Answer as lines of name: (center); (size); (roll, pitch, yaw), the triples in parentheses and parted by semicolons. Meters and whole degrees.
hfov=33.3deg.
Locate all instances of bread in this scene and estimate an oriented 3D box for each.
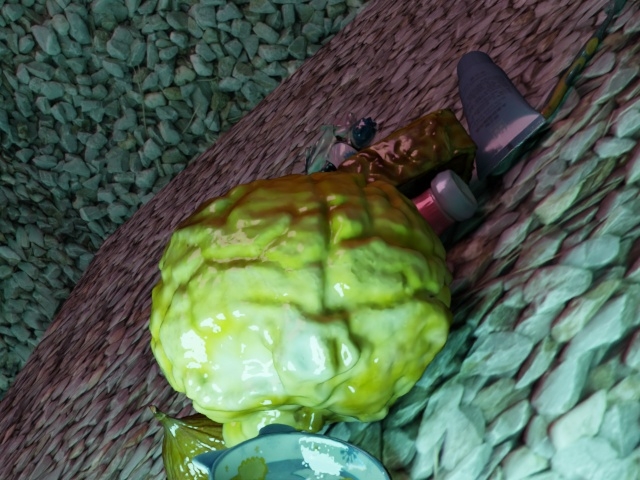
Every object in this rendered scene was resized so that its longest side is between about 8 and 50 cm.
bread: (0.127, -0.100, 1.642); (0.222, 0.096, 0.181); (-29, -23, -5)

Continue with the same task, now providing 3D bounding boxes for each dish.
dish: (-0.035, 0.299, 1.174); (0.236, 0.227, 0.086); (-72, -13, -69)

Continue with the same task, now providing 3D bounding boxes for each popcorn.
popcorn: (-0.025, 0.068, 1.363); (0.390, 0.354, 0.344); (-58, 9, -23)

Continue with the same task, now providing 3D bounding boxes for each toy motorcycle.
toy motorcycle: (0.059, -0.207, 2.275); (0.204, 0.108, 0.239); (-40, 39, 38)

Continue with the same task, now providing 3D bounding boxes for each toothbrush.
toothbrush: (0.424, -0.302, 1.714); (0.321, 0.023, 0.031); (-54, 11, -30)

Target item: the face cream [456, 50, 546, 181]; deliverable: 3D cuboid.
face cream: (0.285, -0.224, 1.779); (0.135, 0.086, 0.385); (-44, 21, 19)

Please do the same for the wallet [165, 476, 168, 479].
wallet: (-0.203, 0.365, 1.670); (0.124, 0.025, 0.244); (-35, 18, 35)

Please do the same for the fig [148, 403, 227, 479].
fig: (-0.188, 0.290, 1.514); (0.146, 0.201, 0.134); (-52, 25, 1)

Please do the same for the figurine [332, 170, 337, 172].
figurine: (-0.003, -0.009, 1.826); (0.257, 0.181, 0.208); (-66, -5, -66)

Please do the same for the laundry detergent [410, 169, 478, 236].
laundry detergent: (0.086, 0.021, 1.613); (0.335, 0.088, 0.159); (-37, -24, 18)
